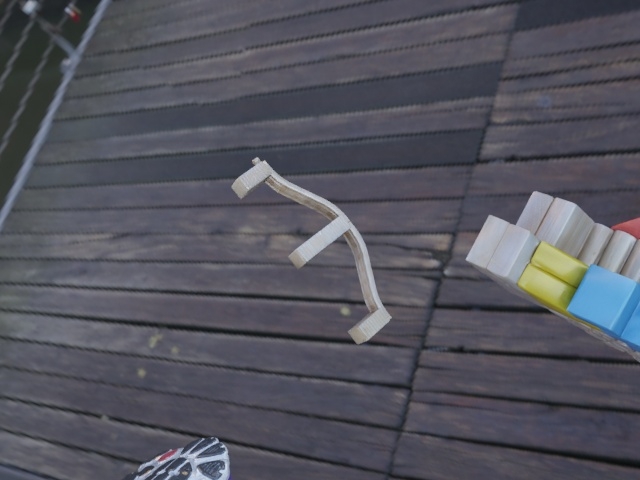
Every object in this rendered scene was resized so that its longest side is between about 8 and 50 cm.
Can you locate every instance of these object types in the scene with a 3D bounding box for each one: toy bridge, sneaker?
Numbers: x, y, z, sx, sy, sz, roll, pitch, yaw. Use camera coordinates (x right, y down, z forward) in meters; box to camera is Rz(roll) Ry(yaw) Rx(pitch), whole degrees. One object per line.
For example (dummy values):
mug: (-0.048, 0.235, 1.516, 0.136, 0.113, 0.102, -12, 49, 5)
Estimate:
toy bridge: (0.000, 0.000, 0.861, 0.063, 0.188, 0.026, -38, -2, -28)
sneaker: (-0.108, 0.208, 0.790, 0.068, 0.071, 0.170, -37, 4, -29)

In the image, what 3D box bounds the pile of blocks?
pile of blocks: (0.300, 0.054, 0.775, 0.112, 0.362, 0.149, -62, 10, -3)
